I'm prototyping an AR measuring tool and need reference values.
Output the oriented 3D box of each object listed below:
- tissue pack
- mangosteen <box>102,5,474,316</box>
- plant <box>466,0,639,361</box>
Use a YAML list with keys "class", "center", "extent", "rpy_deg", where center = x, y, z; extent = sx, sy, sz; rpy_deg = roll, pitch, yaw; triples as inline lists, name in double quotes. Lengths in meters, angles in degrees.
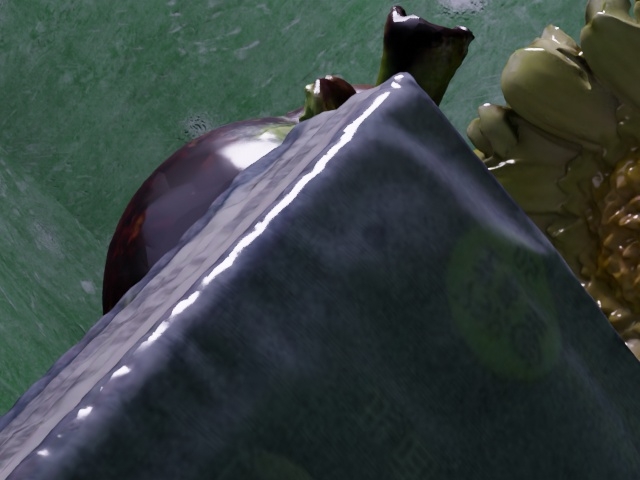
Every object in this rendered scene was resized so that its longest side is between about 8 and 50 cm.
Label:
- class: "tissue pack"
  center: [-0.005, 0.149, 0.784]
  extent: [0.124, 0.288, 0.394]
  rpy_deg: [-26, 16, 49]
- class: "mangosteen"
  center: [0.000, 0.000, 1.015]
  extent: [0.231, 0.231, 0.289]
  rpy_deg: [-49, -21, -53]
- class: "plant"
  center: [0.218, 0.016, 1.083]
  extent: [0.306, 0.297, 0.261]
  rpy_deg: [5, 65, 31]
